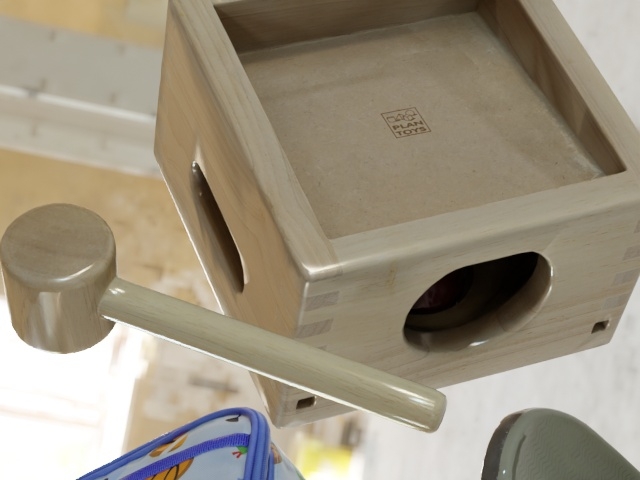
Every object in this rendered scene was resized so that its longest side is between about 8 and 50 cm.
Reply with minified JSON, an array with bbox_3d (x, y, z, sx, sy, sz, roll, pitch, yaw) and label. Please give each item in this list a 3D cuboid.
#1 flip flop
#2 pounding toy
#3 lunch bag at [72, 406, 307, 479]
[{"bbox_3d":[0.198,0.183,0.968,0.080,0.277,0.112,-31,25,47],"label":"flip flop"},{"bbox_3d":[-0.002,0.008,0.557,0.094,0.206,0.181,101,149,-50],"label":"pounding toy"},{"bbox_3d":[-0.143,0.236,1.081,0.115,0.303,0.243,55,-159,-28],"label":"lunch bag"}]
